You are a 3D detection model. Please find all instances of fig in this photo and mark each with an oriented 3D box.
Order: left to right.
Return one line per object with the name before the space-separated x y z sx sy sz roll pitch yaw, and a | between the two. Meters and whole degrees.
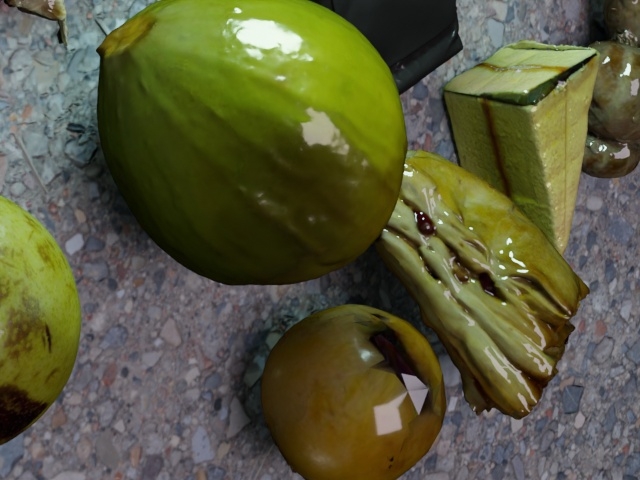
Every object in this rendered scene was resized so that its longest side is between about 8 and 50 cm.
fig | -0.080 -0.124 1.568 0.343 0.343 0.343 -10 105 -41

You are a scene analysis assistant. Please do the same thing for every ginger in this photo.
ginger | 0.465 -0.242 2.170 0.304 0.155 0.244 -49 135 -15

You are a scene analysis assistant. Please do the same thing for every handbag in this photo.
handbag | 0.070 -0.287 1.810 0.247 0.080 0.223 -38 130 -32

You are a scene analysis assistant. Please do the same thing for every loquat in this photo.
loquat | 0.039 0.191 1.792 0.235 0.235 0.235 -10 105 -41

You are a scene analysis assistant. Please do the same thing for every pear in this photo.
pear | -0.362 0.080 1.374 0.283 0.283 0.284 -10 105 -41

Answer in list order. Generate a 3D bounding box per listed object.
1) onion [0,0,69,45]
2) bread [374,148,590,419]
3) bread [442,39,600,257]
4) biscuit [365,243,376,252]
onion | -0.363 -0.284 1.301 0.272 0.230 0.256 -12 99 -17
bread | 0.210 0.036 1.884 0.370 0.191 0.314 57 12 4
bread | 0.295 -0.127 2.017 0.163 0.167 0.264 -36 124 -33
biscuit | 0.000 0.000 1.855 0.292 0.026 0.048 0 94 -44
